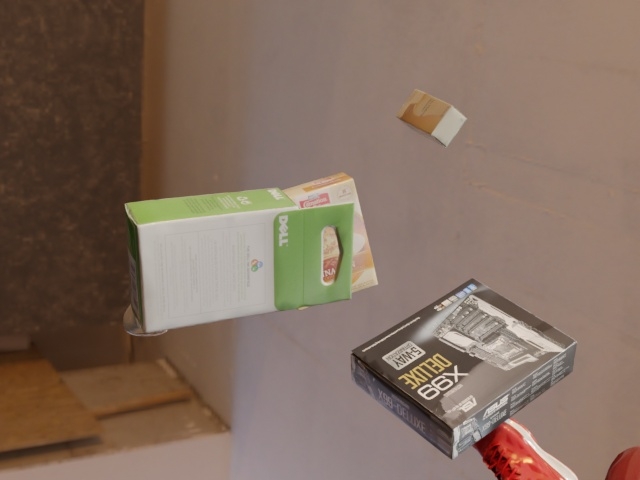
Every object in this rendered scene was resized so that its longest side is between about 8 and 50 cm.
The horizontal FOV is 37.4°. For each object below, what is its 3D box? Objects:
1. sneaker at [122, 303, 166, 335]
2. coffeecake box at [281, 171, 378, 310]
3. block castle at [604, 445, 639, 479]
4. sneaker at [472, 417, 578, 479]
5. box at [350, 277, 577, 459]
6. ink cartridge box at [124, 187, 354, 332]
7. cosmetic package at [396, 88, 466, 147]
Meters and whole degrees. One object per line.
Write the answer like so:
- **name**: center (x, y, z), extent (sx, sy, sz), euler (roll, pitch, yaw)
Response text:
- **sneaker**: center (-0.311, 0.110, 1.738), extent (0.262, 0.121, 0.099), euler (-32, -111, 42)
- **coffeecake box**: center (0.000, 0.000, 1.536), extent (0.068, 0.142, 0.186), euler (-137, -149, -70)
- **block castle**: center (0.140, 0.339, 0.781), extent (0.453, 0.213, 0.303), euler (-18, -74, 39)
- **sneaker**: center (0.306, 0.370, 1.530), extent (0.221, 0.128, 0.087), euler (31, -55, 17)
- **box**: center (0.243, 0.208, 1.612), extent (0.242, 0.307, 0.077), euler (34, -41, 41)
- **ink cartridge box**: center (-0.076, 0.013, 0.902), extent (0.062, 0.209, 0.109), euler (-135, -138, -60)
- **cosmetic package**: center (0.178, -0.199, 1.528), extent (0.060, 0.041, 0.115), euler (-55, -146, 2)
